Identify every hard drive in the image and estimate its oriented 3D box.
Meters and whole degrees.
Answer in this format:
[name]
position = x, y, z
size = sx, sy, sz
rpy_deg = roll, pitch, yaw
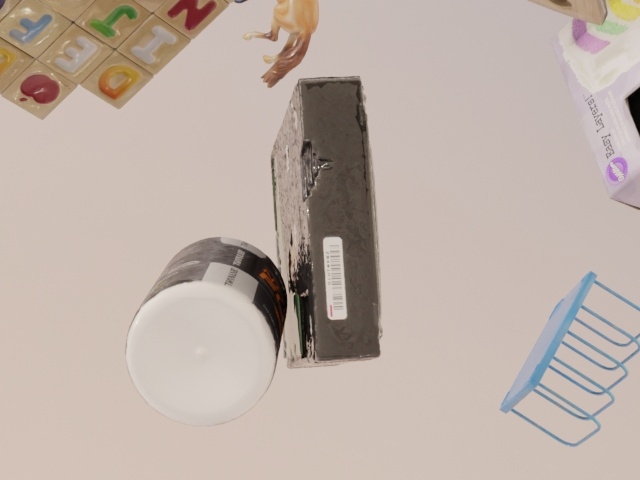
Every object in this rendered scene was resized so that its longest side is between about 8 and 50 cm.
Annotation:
[hard drive]
position = 0.000, 0.000, 1.173
size = 0.064, 0.339, 0.237
rpy_deg = -3, -97, -7

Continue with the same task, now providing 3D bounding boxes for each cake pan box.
[cake pan box]
position = 0.399, -0.202, 1.437
size = 0.070, 0.246, 0.267
rpy_deg = 13, -129, -33

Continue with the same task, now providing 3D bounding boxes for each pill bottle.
[pill bottle]
position = -0.097, 0.071, 1.161
size = 0.130, 0.130, 0.246
rpy_deg = 29, -168, -5

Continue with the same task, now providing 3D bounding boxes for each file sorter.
[file sorter]
position = 0.315, 0.149, 1.529
size = 0.104, 0.118, 0.170
rpy_deg = 32, -115, 3

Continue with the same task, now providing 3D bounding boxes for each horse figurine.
[horse figurine]
position = -0.063, -0.368, 1.878
size = 0.066, 0.174, 0.263
rpy_deg = -10, -96, -41

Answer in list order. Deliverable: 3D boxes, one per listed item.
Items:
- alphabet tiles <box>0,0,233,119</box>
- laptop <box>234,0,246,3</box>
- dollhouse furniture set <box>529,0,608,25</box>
[alphabet tiles]
position = -0.225, -0.264, 1.212
size = 0.285, 0.342, 0.011
rpy_deg = 31, -153, -43
[laptop]
position = -0.040, -0.423, 1.181
size = 0.382, 0.236, 0.408
rpy_deg = 55, 175, -24
[dollhouse furniture set]
position = 0.233, -0.210, 0.827
size = 0.183, 0.129, 0.129
rpy_deg = 25, 175, 22
